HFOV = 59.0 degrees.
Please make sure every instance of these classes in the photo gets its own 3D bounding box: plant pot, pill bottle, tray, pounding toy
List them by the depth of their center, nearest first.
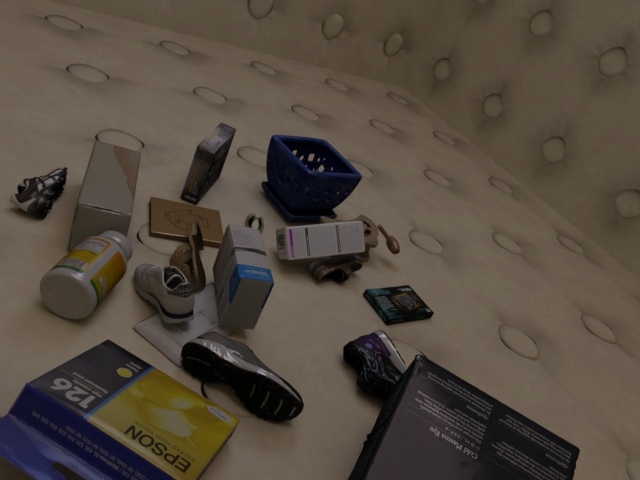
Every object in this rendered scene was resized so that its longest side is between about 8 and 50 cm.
[{"bbox_3d":[-0.485,0.063,1.199,0.117,0.118,0.208,24,30,-4],"label":"pill bottle"},{"bbox_3d":[-0.273,0.173,1.278,0.145,0.030,0.270,36,31,15],"label":"tray"},{"bbox_3d":[0.122,-0.039,1.793,0.269,0.155,0.154,11,37,-25],"label":"pounding toy"},{"bbox_3d":[-0.046,-0.192,1.850,0.235,0.212,0.236,-4,41,-41],"label":"plant pot"}]

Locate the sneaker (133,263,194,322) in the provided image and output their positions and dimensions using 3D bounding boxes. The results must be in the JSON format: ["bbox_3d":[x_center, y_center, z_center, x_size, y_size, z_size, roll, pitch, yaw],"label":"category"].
[{"bbox_3d":[-0.344,0.092,1.252,0.090,0.095,0.235,-14,30,-39],"label":"sneaker"}]

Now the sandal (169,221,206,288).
[{"bbox_3d":[-0.336,0.045,1.409,0.079,0.088,0.240,-14,38,-3],"label":"sandal"}]

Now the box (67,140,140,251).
[{"bbox_3d":[-0.532,-0.105,1.405,0.121,0.148,0.311,13,33,-22],"label":"box"}]

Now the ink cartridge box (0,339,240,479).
[{"bbox_3d":[-0.320,0.303,0.922,0.303,0.072,0.307,30,11,5],"label":"ink cartridge box"}]

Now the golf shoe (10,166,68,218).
[{"bbox_3d":[-0.691,-0.137,1.399,0.093,0.077,0.198,18,29,-13],"label":"golf shoe"}]

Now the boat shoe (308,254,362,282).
[{"bbox_3d":[0.054,0.089,1.640,0.183,0.066,0.066,-6,50,-33],"label":"boat shoe"}]

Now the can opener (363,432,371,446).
[{"bbox_3d":[0.167,0.455,1.140,0.186,0.059,0.073,38,32,20],"label":"can opener"}]

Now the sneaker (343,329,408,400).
[{"bbox_3d":[0.150,0.338,1.301,0.124,0.107,0.283,-13,42,-28],"label":"sneaker"}]

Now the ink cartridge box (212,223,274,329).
[{"bbox_3d":[-0.184,0.081,1.311,0.085,0.148,0.203,11,33,-23],"label":"ink cartridge box"}]

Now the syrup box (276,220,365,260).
[{"bbox_3d":[0.000,0.000,1.614,0.236,0.097,0.093,-4,-1,-21],"label":"syrup box"}]

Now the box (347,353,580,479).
[{"bbox_3d":[0.240,0.442,1.014,0.343,0.179,0.312,30,48,8],"label":"box"}]

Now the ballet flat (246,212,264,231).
[{"bbox_3d":[-0.191,-0.047,1.668,0.057,0.052,0.168,18,30,-13],"label":"ballet flat"}]

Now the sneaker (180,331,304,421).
[{"bbox_3d":[-0.148,0.268,1.159,0.271,0.100,0.108,31,24,9],"label":"sneaker"}]

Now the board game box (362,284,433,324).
[{"bbox_3d":[0.228,0.185,1.650,0.186,0.026,0.126,-1,39,-38],"label":"board game box"}]

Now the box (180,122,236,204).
[{"bbox_3d":[-0.340,-0.238,1.725,0.056,0.183,0.231,24,30,-4],"label":"box"}]

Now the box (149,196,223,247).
[{"bbox_3d":[-0.371,-0.050,1.566,0.201,0.021,0.164,12,33,-25],"label":"box"}]
